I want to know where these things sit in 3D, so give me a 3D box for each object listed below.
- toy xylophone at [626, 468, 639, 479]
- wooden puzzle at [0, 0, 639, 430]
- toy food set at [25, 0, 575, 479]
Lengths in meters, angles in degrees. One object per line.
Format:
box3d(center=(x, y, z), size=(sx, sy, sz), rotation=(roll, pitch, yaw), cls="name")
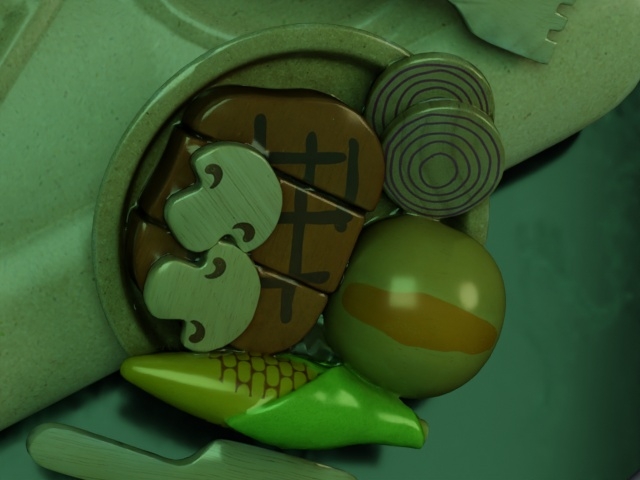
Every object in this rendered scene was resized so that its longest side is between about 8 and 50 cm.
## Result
box3d(center=(0.134, 0.239, 0.547), size=(0.322, 0.081, 0.236), rotation=(44, 78, 3), cls="toy xylophone")
box3d(center=(-0.110, -0.130, 0.594), size=(0.322, 0.080, 0.348), rotation=(-27, 88, -10), cls="wooden puzzle")
box3d(center=(0.000, 0.000, 0.544), size=(0.132, 0.038, 0.192), rotation=(16, 101, -25), cls="toy food set")
